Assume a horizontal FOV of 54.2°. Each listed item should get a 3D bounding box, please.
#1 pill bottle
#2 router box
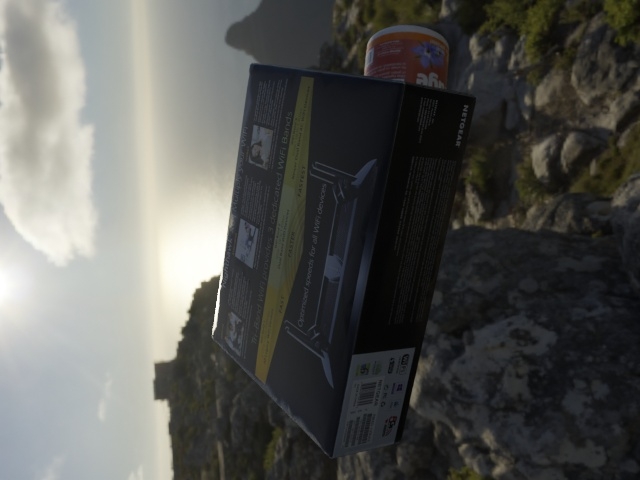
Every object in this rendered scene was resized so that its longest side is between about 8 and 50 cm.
[{"bbox_3d":[0.119,-0.184,0.900,0.121,0.121,0.215,151,126,-73],"label":"pill bottle"},{"bbox_3d":[0.000,0.000,0.588,0.243,0.081,0.308,29,113,52],"label":"router box"}]
